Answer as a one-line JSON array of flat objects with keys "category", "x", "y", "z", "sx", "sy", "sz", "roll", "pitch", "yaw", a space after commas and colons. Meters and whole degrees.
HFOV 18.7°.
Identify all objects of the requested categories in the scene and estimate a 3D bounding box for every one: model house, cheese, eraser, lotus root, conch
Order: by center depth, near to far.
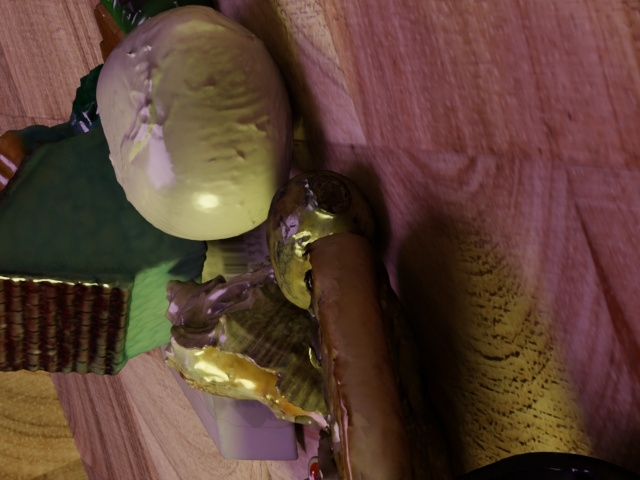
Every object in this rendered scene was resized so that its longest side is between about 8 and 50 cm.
[{"category": "lotus root", "x": 0.000, "y": 0.000, "z": 1.577, "sx": 0.179, "sy": 0.089, "sz": 0.081, "roll": 92, "pitch": -168, "yaw": -60}, {"category": "cheese", "x": -0.101, "y": -0.093, "z": 1.641, "sx": 0.198, "sy": 0.154, "sz": 0.189, "roll": 150, "pitch": 114, "yaw": -71}, {"category": "conch", "x": -0.036, "y": 0.101, "z": 1.697, "sx": 0.245, "sy": 0.178, "sz": 0.163, "roll": 37, "pitch": 113, "yaw": 9}, {"category": "model house", "x": -0.269, "y": 0.013, "z": 1.842, "sx": 0.230, "sy": 0.248, "sz": 0.280, "roll": 63, "pitch": 162, "yaw": 19}, {"category": "eraser", "x": -0.110, "y": 0.039, "z": 1.957, "sx": 0.213, "sy": 0.082, "sz": 0.397, "roll": 53, "pitch": 157, "yaw": 42}]

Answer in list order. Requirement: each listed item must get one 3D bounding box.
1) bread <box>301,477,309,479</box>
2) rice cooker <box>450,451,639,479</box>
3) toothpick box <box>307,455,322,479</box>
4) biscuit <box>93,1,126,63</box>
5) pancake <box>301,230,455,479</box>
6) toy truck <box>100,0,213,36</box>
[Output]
[{"category": "bread", "x": -0.001, "y": 0.383, "z": 1.833, "sx": 0.377, "sy": 0.208, "sz": 0.251, "roll": 89, "pitch": 157, "yaw": -49}, {"category": "rice cooker", "x": 0.144, "y": 0.266, "z": 1.197, "sx": 0.267, "sy": 0.267, "sz": 0.224, "roll": 36, "pitch": 141, "yaw": 60}, {"category": "toothpick box", "x": 0.035, "y": 0.200, "z": 1.713, "sx": 0.047, "sy": 0.083, "sz": 0.047, "roll": 39, "pitch": 137, "yaw": 47}, {"category": "biscuit", "x": -0.184, "y": -0.146, "z": 2.037, "sx": 0.166, "sy": 0.036, "sz": 0.225, "roll": 49, "pitch": 158, "yaw": 48}, {"category": "pancake", "x": 0.054, "y": 0.179, "z": 1.454, "sx": 0.382, "sy": 0.071, "sz": 0.382, "roll": -11, "pitch": -90, "yaw": -83}, {"category": "toy truck", "x": -0.185, "y": -0.271, "z": 1.785, "sx": 0.242, "sy": 0.101, "sz": 0.125, "roll": 52, "pitch": 169, "yaw": 35}]
